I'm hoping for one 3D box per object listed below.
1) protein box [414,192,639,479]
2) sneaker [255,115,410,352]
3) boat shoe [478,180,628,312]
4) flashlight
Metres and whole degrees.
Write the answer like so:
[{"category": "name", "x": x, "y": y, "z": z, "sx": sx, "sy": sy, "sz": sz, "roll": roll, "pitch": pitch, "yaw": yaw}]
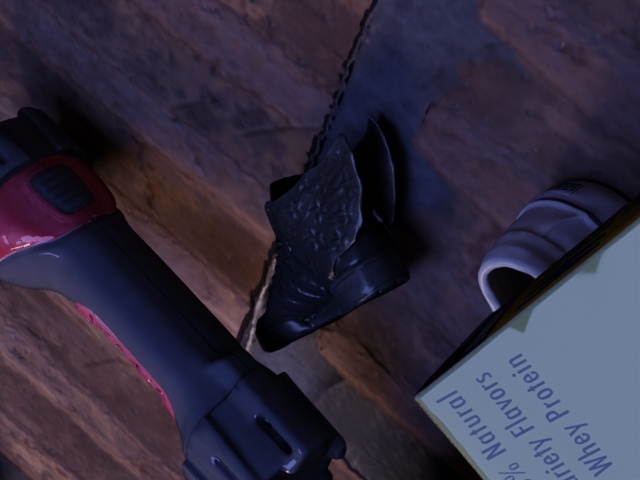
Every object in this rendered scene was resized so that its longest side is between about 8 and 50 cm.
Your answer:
[{"category": "protein box", "x": 0.192, "y": 0.066, "z": 0.843, "sx": 0.201, "sy": 0.136, "sz": 0.200, "roll": -41, "pitch": 88, "yaw": 25}, {"category": "sneaker", "x": -0.002, "y": 0.001, "z": 1.110, "sx": 0.170, "sy": 0.051, "sz": 0.089, "roll": -32, "pitch": 85, "yaw": 56}, {"category": "boat shoe", "x": 0.173, "y": 0.098, "z": 0.981, "sx": 0.096, "sy": 0.088, "sz": 0.267, "roll": -22, "pitch": 103, "yaw": 50}, {"category": "flashlight", "x": -0.113, "y": 0.051, "z": 1.176, "sx": 0.103, "sy": 0.103, "sz": 0.304, "roll": -48, "pitch": 68, "yaw": 9}]
